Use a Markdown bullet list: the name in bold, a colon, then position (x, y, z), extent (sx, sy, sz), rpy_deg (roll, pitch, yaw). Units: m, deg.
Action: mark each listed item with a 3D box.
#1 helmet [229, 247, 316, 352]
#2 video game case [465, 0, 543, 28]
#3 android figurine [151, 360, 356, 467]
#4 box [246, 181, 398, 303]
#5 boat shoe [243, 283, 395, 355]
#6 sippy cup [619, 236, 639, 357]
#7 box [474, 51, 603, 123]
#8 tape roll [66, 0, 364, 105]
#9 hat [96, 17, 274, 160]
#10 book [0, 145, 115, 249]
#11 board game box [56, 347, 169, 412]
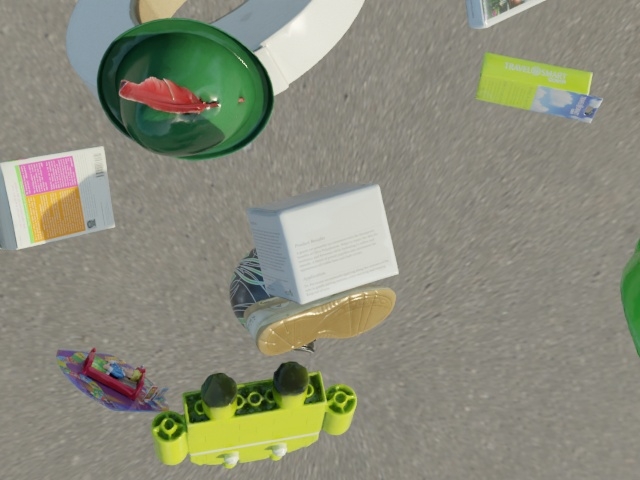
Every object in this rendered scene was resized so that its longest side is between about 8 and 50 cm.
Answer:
- **helmet**: position (-0.054, 0.078, 1.734), extent (0.169, 0.161, 0.169), rpy_deg (-17, 56, 27)
- **video game case**: position (0.175, -0.290, 1.008), extent (0.190, 0.022, 0.173), rpy_deg (-30, 118, -41)
- **android figurine**: position (-0.082, 0.223, 1.437), extent (0.248, 0.273, 0.056), rpy_deg (-8, 63, -10)
- **box**: position (0.000, 0.000, 1.078), extent (0.101, 0.102, 0.087), rpy_deg (-17, 100, -20)
- **boat shoe**: position (-0.001, 0.069, 1.231), extent (0.170, 0.063, 0.059), rpy_deg (-11, 39, -30)
- **sippy cup**: position (0.253, 0.029, 0.355), extent (0.224, 0.240, 0.305), rpy_deg (-42, 51, 23)
- **box**: position (0.322, -0.225, 1.735), extent (0.178, 0.109, 0.042), rpy_deg (12, 77, 6)
- **tape roll**: position (-0.126, -0.295, 1.430), extent (0.392, 0.072, 0.392), rpy_deg (-15, 45, 16)
- **hat**: position (-0.143, -0.097, 1.124), extent (0.208, 0.183, 0.173), rpy_deg (32, 125, -28)
- **book**: position (-0.295, -0.050, 1.310), extent (0.035, 0.144, 0.096), rpy_deg (1, 100, 39)
- **board game box**: position (-0.268, 0.174, 1.556), extent (0.133, 0.169, 0.033), rpy_deg (39, 102, 31)
